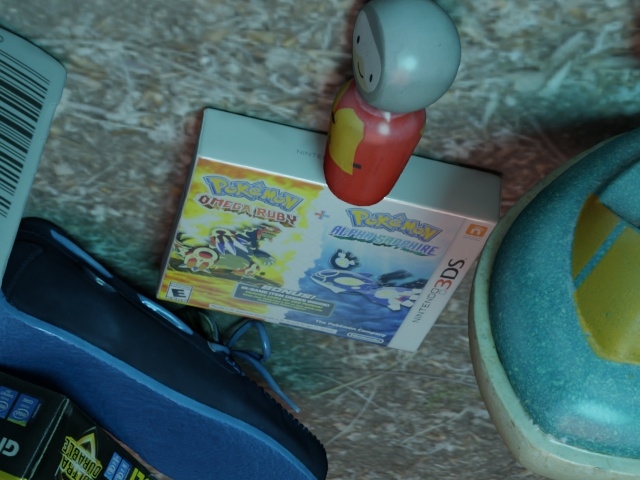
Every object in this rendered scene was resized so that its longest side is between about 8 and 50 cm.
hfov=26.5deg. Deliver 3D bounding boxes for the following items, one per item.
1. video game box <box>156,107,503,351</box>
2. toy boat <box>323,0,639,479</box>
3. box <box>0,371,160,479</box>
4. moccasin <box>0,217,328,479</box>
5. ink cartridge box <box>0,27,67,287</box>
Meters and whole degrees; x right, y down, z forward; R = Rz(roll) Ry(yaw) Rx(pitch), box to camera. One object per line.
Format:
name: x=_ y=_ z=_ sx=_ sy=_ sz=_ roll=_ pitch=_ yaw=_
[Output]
video game box: x=0.000 y=0.000 z=0.946 sx=0.205 sy=0.048 sz=0.187 roll=12 pitch=143 yaw=-8
toy boat: x=0.138 y=-0.011 z=0.765 sx=0.318 sy=0.267 sz=0.148 roll=34 pitch=142 yaw=12
box: x=-0.294 y=0.154 z=1.086 sx=0.322 sy=0.079 sz=0.257 roll=16 pitch=156 yaw=23
moccasin: x=-0.107 y=0.095 z=1.047 sx=0.137 sy=0.117 sz=0.342 roll=-19 pitch=135 yaw=33
ink cartridge box: x=-0.326 y=0.067 z=0.866 sx=0.091 sy=0.308 sz=0.385 roll=30 pitch=140 yaw=-29
